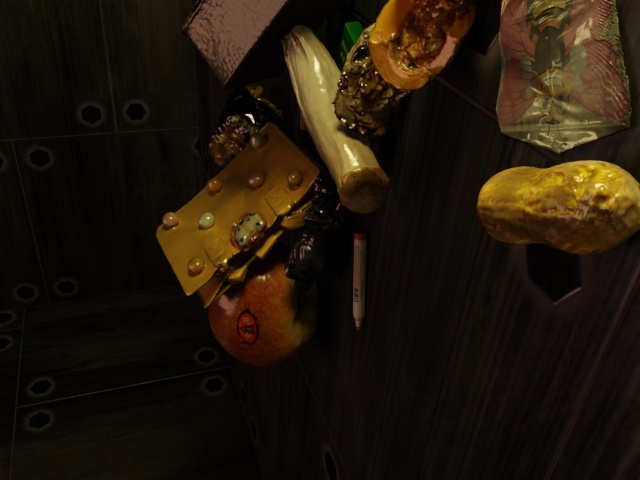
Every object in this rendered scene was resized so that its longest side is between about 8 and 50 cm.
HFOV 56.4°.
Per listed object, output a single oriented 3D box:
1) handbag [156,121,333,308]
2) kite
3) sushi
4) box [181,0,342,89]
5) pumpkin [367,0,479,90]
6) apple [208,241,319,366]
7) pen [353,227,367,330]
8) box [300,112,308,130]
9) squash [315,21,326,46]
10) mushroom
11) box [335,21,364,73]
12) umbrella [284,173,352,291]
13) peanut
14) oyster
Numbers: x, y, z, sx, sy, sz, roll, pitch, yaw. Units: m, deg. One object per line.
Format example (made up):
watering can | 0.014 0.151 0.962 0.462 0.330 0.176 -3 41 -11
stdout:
handbag | -0.174 -0.066 1.340 0.133 0.401 0.283 45 -175 -45
kite | 0.227 -0.267 0.590 0.204 0.022 0.361 -154 54 -69
sushi | -0.185 -0.292 1.583 0.213 0.204 0.200 48 134 -9
box | -0.098 -0.415 1.068 0.273 0.184 0.143 -37 86 44
pumpkin | 0.131 -0.284 0.725 0.119 0.107 0.183 36 140 25
apple | -0.124 0.155 1.444 0.250 0.277 0.309 28 138 27
pen | 0.076 0.081 1.173 0.026 0.026 0.218 -134 40 -61
box | -0.014 -0.268 1.210 0.083 0.035 0.079 100 -170 -82
squash | -0.024 -0.453 1.175 0.082 0.082 0.293 -122 30 -51
mushroom | 0.020 -0.208 1.004 0.123 0.095 0.351 61 -174 -69
box | 0.052 -0.261 1.096 0.235 0.034 0.132 109 148 -53
umbrella | 0.001 -0.001 1.224 0.110 0.122 0.272 43 133 30
peanut | 0.228 -0.033 0.581 0.206 0.087 0.087 -167 70 -73
oyster | 0.085 -0.246 0.907 0.056 0.105 0.177 -130 60 -73
